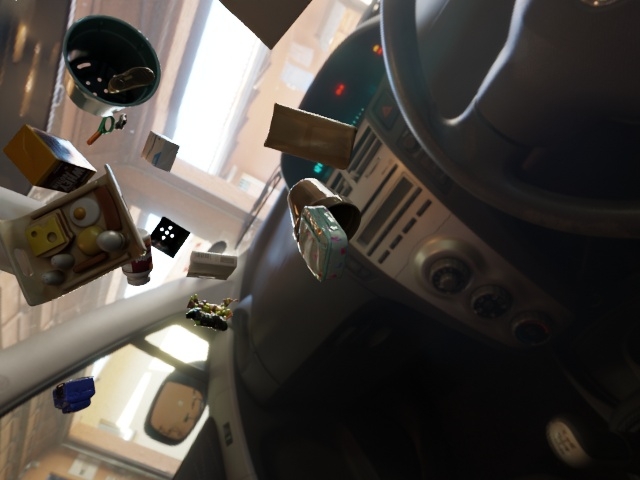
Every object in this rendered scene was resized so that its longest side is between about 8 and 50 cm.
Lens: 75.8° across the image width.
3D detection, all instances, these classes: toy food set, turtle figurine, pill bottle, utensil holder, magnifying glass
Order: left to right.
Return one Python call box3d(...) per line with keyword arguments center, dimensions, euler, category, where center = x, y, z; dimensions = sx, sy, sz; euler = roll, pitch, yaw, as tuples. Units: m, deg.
box3d(center=(-1.265, -0.032, 1.689), dimensions=(0.328, 0.385, 0.328), euler=(-57, 18, 30), category="utensil holder")
box3d(center=(-0.579, -0.011, 0.954), dimensions=(0.305, 0.220, 0.092), euler=(-26, -3, 2), category="toy food set")
box3d(center=(-1.127, -0.565, 2.115), dimensions=(0.092, 0.026, 0.231), euler=(104, 179, -48), category="magnifying glass")
box3d(center=(-0.520, 0.049, 1.162), dimensions=(0.086, 0.085, 0.152), euler=(-87, 1, -65), category="pill bottle")
box3d(center=(-0.504, 0.320, 1.943), dimensions=(0.269, 0.217, 0.087), euler=(-69, -3, -74), category="turtle figurine")

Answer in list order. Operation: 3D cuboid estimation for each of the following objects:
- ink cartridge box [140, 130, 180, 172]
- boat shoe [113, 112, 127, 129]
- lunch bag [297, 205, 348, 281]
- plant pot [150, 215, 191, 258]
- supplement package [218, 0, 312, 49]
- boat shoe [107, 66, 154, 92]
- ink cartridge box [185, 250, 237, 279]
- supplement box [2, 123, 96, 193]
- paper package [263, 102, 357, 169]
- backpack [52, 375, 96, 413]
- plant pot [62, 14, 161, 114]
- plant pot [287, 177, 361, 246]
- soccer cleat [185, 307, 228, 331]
box3d(center=(-0.582, -0.324, 1.473), dimensions=(0.180, 0.060, 0.104), euler=(31, 99, 41), category="ink cartridge box")
box3d(center=(-0.946, -0.567, 1.964), dimensions=(0.125, 0.038, 0.046), euler=(-91, 13, -51), category="boat shoe")
box3d(center=(0.000, 0.000, 1.568), dimensions=(0.279, 0.107, 0.224), euler=(-126, 35, -48), category="lunch bag")
box3d(center=(-0.820, -0.029, 2.211), dimensions=(0.166, 0.165, 0.234), euler=(-57, 22, -6), category="plant pot")
box3d(center=(-0.099, -0.652, 0.991), dimensions=(0.293, 0.175, 0.178), euler=(-44, 36, 18), category="supplement package")
box3d(center=(-0.705, -0.589, 1.520), dimensions=(0.072, 0.068, 0.190), euler=(-16, 18, 40), category="boat shoe")
box3d(center=(-0.454, 0.108, 1.701), dimensions=(0.224, 0.180, 0.056), euler=(141, 132, -61), category="ink cartridge box")
box3d(center=(-0.985, -0.289, 1.509), dimensions=(0.129, 0.191, 0.194), euler=(-47, -10, 5), category="supplement box")
box3d(center=(-0.037, -0.409, 1.629), dimensions=(0.309, 0.324, 0.168), euler=(-92, 18, -76), category="paper package")
box3d(center=(-0.777, 0.486, 1.284), dimensions=(0.120, 0.097, 0.101), euler=(-23, 70, 33), category="backpack")
box3d(center=(-0.883, -0.675, 1.684), dimensions=(0.333, 0.341, 0.342), euler=(-2, 58, 50), category="plant pot")
box3d(center=(-0.014, -0.136, 1.924), dimensions=(0.323, 0.322, 0.281), euler=(-56, 48, 30), category="plant pot")
box3d(center=(-0.419, 0.298, 1.513), dimensions=(0.072, 0.178, 0.060), euler=(-20, -60, -56), category="soccer cleat")
